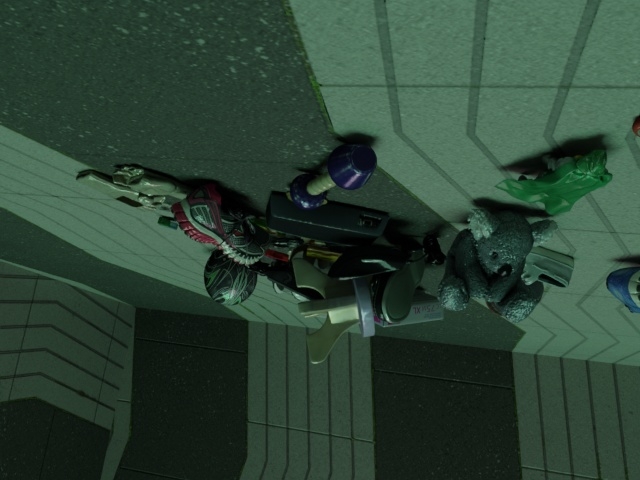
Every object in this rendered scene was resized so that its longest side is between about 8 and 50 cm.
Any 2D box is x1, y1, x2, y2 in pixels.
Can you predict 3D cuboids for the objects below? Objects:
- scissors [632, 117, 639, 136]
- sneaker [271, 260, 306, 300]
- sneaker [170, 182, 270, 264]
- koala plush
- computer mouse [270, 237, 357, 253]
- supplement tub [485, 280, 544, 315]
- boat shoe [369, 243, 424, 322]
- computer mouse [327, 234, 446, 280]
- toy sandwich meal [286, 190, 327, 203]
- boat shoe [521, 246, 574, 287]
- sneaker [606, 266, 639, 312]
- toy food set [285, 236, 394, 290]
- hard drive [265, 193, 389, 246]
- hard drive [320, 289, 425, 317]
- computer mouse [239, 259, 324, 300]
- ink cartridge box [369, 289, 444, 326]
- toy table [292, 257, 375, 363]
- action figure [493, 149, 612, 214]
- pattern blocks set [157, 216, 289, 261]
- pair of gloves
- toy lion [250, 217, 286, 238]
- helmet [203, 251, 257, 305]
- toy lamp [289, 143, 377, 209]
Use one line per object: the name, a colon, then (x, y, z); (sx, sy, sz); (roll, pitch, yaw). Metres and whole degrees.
scissors: (0.523, -0.117, 1.128); (0.109, 0.021, 0.297); (-3, 161, 38)
sneaker: (-0.067, 0.114, 2.454); (0.108, 0.100, 0.271); (-12, 163, 24)
sneaker: (-0.193, -0.033, 1.791); (0.112, 0.120, 0.299); (-38, 152, 15)
koala plush: (0.346, 0.017, 1.589); (0.196, 0.203, 0.221); (10, 146, -1)
computer mouse: (0.000, 0.000, 1.940); (0.242, 0.041, 0.071); (3, 164, 1)
supplement tub: (0.498, 0.133, 2.073); (0.106, 0.106, 0.198); (10, 168, -6)
boat shoe: (0.162, 0.101, 1.858); (0.091, 0.114, 0.302); (-6, -163, 24)
computer mouse: (0.145, 0.025, 1.801); (0.262, 0.060, 0.184); (-9, -168, 10)
toy sandwich meal: (-0.026, -0.091, 1.629); (0.086, 0.029, 0.085); (13, 169, 3)
boat shoe: (0.471, 0.059, 1.813); (0.228, 0.081, 0.079); (14, 167, -22)
sneaker: (0.779, 0.119, 1.834); (0.330, 0.129, 0.147); (19, 179, -27)
toy food set: (0.063, 0.065, 2.107); (0.306, 0.092, 0.220); (9, 168, -2)
hard drive: (0.008, -0.040, 1.766); (0.255, 0.054, 0.172); (10, 168, -6)
hard drive: (0.145, 0.186, 2.422); (0.233, 0.047, 0.353); (4, -173, 26)
computer mouse: (-0.070, 0.096, 2.119); (0.272, 0.072, 0.188); (25, 175, 14)
ink cartridge box: (0.167, 0.161, 2.173); (0.186, 0.065, 0.311); (-4, -168, -27)
toy table: (0.032, 0.150, 1.914); (0.161, 0.252, 0.274); (-11, 160, 0)
action figure: (0.373, -0.096, 1.236); (0.137, 0.063, 0.232); (13, 171, -8)
pattern blocks set: (-0.253, -0.007, 2.055); (0.325, 0.026, 0.285); (17, 176, -14)
pair of gloves: (-0.394, -0.109, 1.778); (0.240, 0.042, 0.204); (-3, 163, 41)
toy lion: (-0.131, -0.034, 1.959); (0.096, 0.034, 0.100); (12, 169, 22)
helmet: (-0.267, 0.111, 2.432); (0.169, 0.169, 0.161); (16, -177, -29)
toy lamp: (0.020, -0.110, 1.398); (0.080, 0.080, 0.275); (14, 167, -20)
